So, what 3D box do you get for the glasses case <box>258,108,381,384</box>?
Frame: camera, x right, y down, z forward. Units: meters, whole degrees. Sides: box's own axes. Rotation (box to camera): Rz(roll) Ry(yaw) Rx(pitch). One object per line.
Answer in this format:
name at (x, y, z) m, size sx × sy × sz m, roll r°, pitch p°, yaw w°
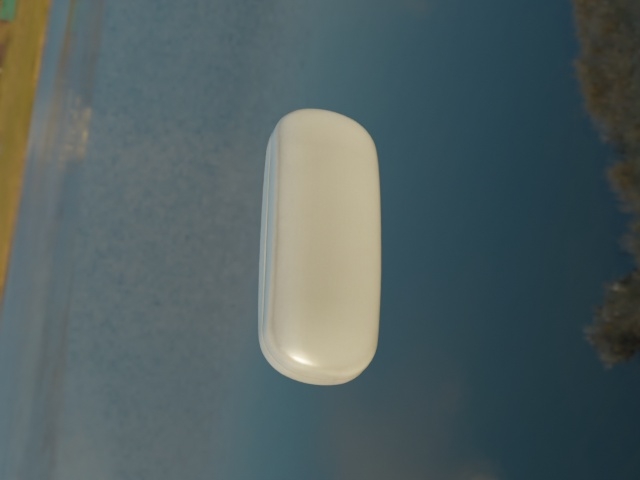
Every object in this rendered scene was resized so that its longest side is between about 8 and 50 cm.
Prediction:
glasses case at (0.000, 0.000, 0.815) m, size 0.049 × 0.074 × 0.193 m, roll 123°, pitch 152°, yaw -57°
